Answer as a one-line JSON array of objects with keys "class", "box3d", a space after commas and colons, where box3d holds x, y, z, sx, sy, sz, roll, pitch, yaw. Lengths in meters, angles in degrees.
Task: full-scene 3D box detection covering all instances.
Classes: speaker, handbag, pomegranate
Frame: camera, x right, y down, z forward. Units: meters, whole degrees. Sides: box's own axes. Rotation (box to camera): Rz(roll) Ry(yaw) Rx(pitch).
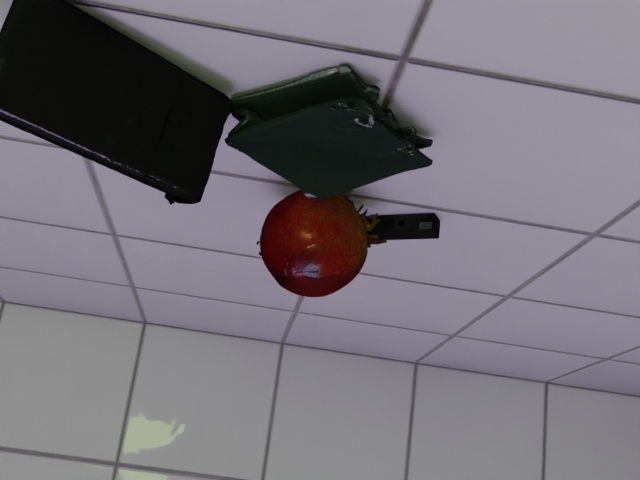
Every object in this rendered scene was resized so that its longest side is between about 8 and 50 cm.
[{"class": "speaker", "box3d": [0.143, -0.026, 1.660, 0.191, 0.040, 0.046, -2, 158, 26]}, {"class": "speaker", "box3d": [-0.304, -0.182, 1.185, 0.388, 0.180, 0.184, 26, 166, -37]}, {"class": "handbag", "box3d": [0.015, -0.158, 1.272, 0.260, 0.079, 0.248, -9, 156, 37]}, {"class": "pomegranate", "box3d": [0.000, 0.000, 1.556, 0.235, 0.210, 0.210, -15, 170, -24]}]
